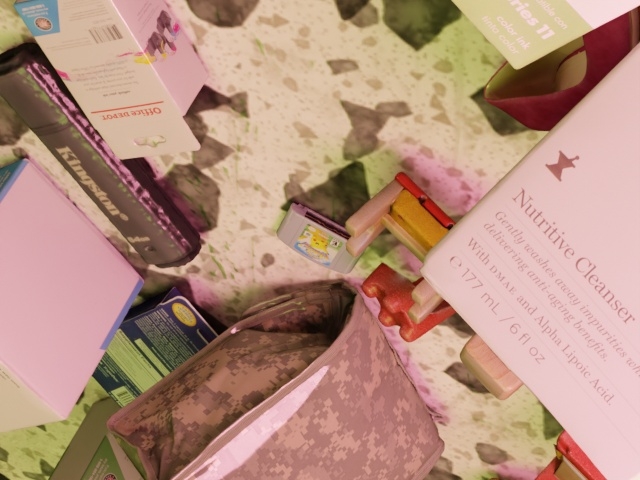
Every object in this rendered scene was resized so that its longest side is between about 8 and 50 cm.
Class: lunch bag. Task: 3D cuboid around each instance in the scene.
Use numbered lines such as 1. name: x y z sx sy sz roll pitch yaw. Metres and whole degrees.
1. lunch bag: -0.029 0.200 1.547 0.169 0.287 0.235 37 161 55

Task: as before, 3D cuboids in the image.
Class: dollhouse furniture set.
1. dollhouse furniture set: 0.199 0.097 1.368 0.374 0.152 0.201 46 166 14

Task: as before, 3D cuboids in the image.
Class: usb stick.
1. usb stick: -0.217 -0.078 1.483 0.077 0.045 0.278 -13 128 38

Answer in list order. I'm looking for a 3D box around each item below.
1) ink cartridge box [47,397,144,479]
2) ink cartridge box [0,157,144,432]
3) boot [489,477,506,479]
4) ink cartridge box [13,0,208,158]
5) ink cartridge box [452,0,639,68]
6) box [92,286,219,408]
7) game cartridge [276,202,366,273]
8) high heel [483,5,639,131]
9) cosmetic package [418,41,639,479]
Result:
1. ink cartridge box: -0.209 0.308 1.823 0.093 0.154 0.212 -22 122 43
2. ink cartridge box: -0.372 0.074 1.620 0.270 0.198 0.197 -15 126 41
3. boot: 0.288 0.367 1.665 0.203 0.095 0.262 4 132 24
4. ink cartridge box: -0.174 -0.161 1.352 0.104 0.061 0.181 -4 132 33
5. ink cartridge box: 0.236 -0.262 0.892 0.119 0.207 0.353 45 138 -19
6. box: -0.167 0.130 1.682 0.225 0.036 0.136 -24 111 46
7. game cartridge: 0.000 0.000 1.474 0.083 0.017 0.056 28 145 -2
8. high heel: 0.175 -0.145 1.121 0.117 0.082 0.244 7 168 10
9. cosmetic package: 0.281 -0.043 0.994 0.217 0.156 0.385 48 116 14
